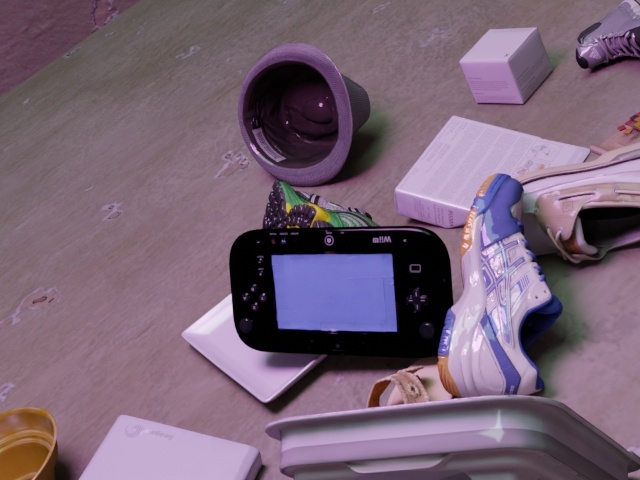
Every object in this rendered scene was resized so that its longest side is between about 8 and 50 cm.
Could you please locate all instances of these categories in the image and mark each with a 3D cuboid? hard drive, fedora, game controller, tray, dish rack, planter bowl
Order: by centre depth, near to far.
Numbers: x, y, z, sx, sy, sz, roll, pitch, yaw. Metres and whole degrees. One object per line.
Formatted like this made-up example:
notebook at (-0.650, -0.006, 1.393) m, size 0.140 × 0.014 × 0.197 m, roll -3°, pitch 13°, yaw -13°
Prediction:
dish rack at (0.133, 0.225, 1.079) m, size 0.286 × 0.333 × 0.072 m, roll -10°, pitch 64°, yaw 28°
hard drive at (-0.222, 0.353, 1.354) m, size 0.203 × 0.040 × 0.307 m, roll 10°, pitch 45°, yaw 20°
game controller at (0.022, 0.065, 1.475) m, size 0.319 × 0.166 × 0.067 m, roll -1°, pitch 16°, yaw 28°
planter bowl at (-0.431, 0.336, 1.555) m, size 0.217 × 0.090 × 0.217 m, roll -21°, pitch 31°, yaw 13°
tray at (-0.082, 0.142, 1.617) m, size 0.145 × 0.030 × 0.270 m, roll -39°, pitch 32°, yaw -16°
fedora at (-0.012, -0.220, 1.958) m, size 0.275 × 0.243 × 0.124 m, roll -10°, pitch 5°, yaw 44°

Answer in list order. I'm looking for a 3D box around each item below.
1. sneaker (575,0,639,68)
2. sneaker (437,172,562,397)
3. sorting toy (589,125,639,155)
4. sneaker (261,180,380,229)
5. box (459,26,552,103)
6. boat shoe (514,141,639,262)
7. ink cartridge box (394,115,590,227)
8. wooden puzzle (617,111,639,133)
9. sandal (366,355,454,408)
sneaker at (0.469, -0.298, 1.781) m, size 0.132 × 0.086 × 0.228 m, roll -29°, pitch 20°, yaw 9°
sneaker at (0.233, 0.057, 1.385) m, size 0.131 × 0.112 × 0.296 m, roll 4°, pitch 65°, yaw 21°
sorting toy at (0.504, -0.142, 1.558) m, size 0.208 × 0.038 × 0.193 m, roll -31°, pitch 30°, yaw -13°
sneaker at (0.000, 0.000, 1.697) m, size 0.146 × 0.134 × 0.343 m, roll 9°, pitch 10°, yaw -21°
box at (0.305, -0.287, 1.879) m, size 0.101 × 0.087 × 0.102 m, roll 9°, pitch 47°, yaw 46°
boat shoe at (0.323, -0.031, 1.457) m, size 0.302 × 0.113 × 0.103 m, roll -24°, pitch 43°, yaw 30°
ink cartridge box at (0.252, -0.087, 1.684) m, size 0.232 × 0.066 × 0.189 m, roll 20°, pitch 53°, yaw 27°
wooden puzzle at (0.456, -0.169, 1.588) m, size 0.083 × 0.006 × 0.049 m, roll -31°, pitch 30°, yaw -12°
sandal at (0.090, 0.198, 1.343) m, size 0.088 × 0.079 × 0.240 m, roll -6°, pitch 37°, yaw 34°
